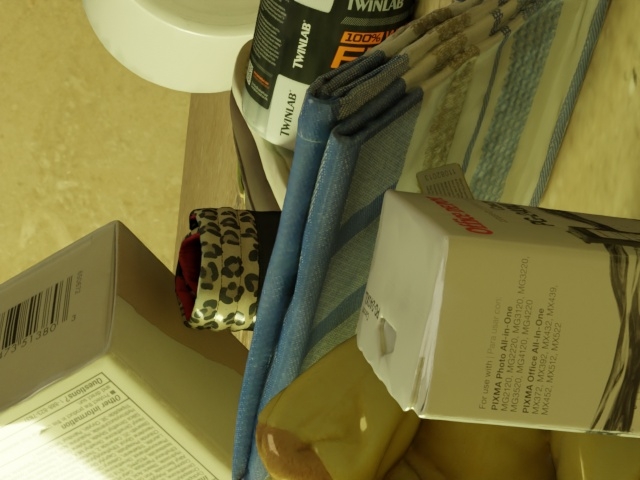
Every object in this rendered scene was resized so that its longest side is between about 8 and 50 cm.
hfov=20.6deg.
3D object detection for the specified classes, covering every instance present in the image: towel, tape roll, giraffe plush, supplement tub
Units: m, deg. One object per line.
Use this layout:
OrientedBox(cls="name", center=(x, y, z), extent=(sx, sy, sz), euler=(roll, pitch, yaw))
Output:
OrientedBox(cls="towel", center=(0.053, -0.032, 0.811), extent=(0.285, 0.034, 0.209), euler=(-40, -28, -47))
OrientedBox(cls="tape roll", center=(-0.113, -0.287, 1.749), extent=(0.169, 0.246, 0.246), euler=(129, 146, -73))
OrientedBox(cls="giraffe plush", center=(0.068, 0.098, 0.758), extent=(0.170, 0.181, 0.210), euler=(83, -174, -64))
OrientedBox(cls="supplement tub", center=(0.010, -0.170, 1.344), extent=(0.117, 0.117, 0.190), euler=(-99, 18, -57))

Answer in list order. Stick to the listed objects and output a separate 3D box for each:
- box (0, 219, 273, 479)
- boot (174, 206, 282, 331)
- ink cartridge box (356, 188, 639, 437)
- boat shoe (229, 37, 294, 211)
OrientedBox(cls="box", center=(-0.089, 0.149, 1.115), extent=(0.311, 0.148, 0.121), euler=(49, -157, -34))
OrientedBox(cls="boot", center=(0.000, -0.001, 1.097), extent=(0.236, 0.178, 0.085), euler=(-107, 26, -65))
OrientedBox(cls="ink cartridge box", center=(0.097, 0.026, 0.616), extent=(0.109, 0.150, 0.063), euler=(-133, 51, -77))
OrientedBox(cls="boat shoe", center=(-0.018, -0.062, 1.444), extent=(0.324, 0.116, 0.097), euler=(-108, 29, -55))
